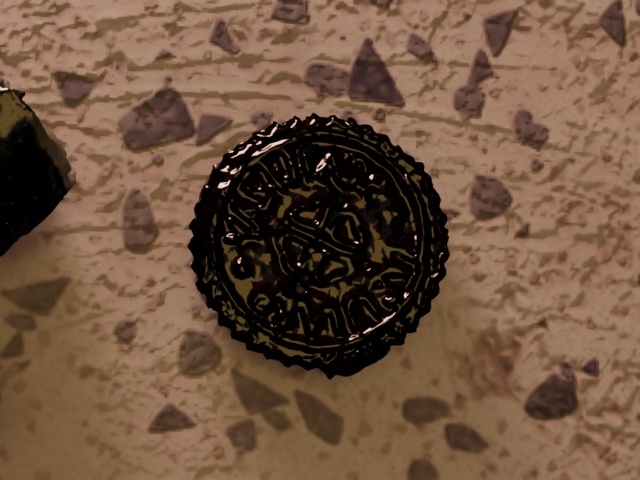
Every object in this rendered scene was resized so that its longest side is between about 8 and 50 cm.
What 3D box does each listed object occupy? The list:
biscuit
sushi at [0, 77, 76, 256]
[{"bbox_3d":[0.000,0.000,0.878,0.194,0.053,0.195,2,79,-9],"label":"biscuit"},{"bbox_3d":[-0.261,-0.086,0.801,0.115,0.147,0.212,-38,92,-15],"label":"sushi"}]
